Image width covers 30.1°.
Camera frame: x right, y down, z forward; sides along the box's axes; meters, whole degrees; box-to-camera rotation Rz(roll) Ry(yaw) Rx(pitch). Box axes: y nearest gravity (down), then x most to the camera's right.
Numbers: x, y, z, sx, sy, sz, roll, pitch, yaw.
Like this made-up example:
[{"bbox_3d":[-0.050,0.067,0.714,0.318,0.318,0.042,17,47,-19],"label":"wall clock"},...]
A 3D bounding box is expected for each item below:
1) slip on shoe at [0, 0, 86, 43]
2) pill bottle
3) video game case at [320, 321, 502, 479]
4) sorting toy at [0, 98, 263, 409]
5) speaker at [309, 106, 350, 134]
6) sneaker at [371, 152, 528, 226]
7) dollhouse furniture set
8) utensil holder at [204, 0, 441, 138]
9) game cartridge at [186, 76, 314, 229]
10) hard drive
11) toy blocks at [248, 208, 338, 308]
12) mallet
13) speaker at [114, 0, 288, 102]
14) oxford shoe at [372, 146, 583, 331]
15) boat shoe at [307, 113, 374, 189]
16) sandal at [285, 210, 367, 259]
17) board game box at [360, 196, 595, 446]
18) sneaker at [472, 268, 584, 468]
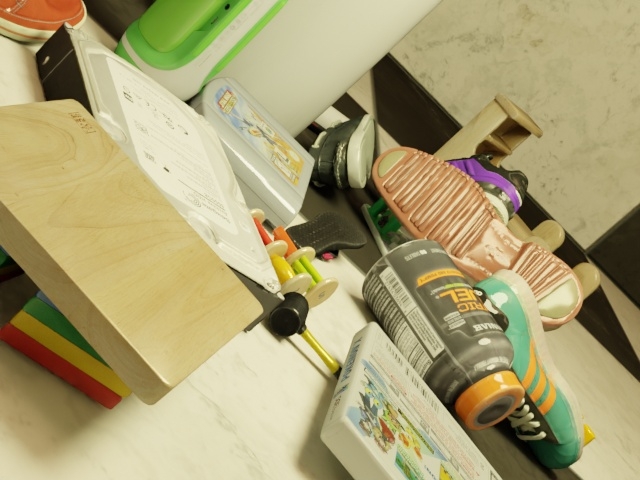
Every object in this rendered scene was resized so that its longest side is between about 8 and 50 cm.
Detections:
[{"bbox_3d":[-0.352,-0.297,1.279,0.123,0.101,0.331,51,14,22],"label":"slip on shoe"},{"bbox_3d":[0.165,0.126,1.549,0.130,0.130,0.246,26,26,-53],"label":"pill bottle"},{"bbox_3d":[0.130,0.262,1.248,0.329,0.036,0.300,52,15,-6],"label":"video game case"},{"bbox_3d":[-0.191,0.016,0.949,0.255,0.089,0.257,48,15,2],"label":"sorting toy"},{"bbox_3d":[0.007,-0.216,2.120,0.136,0.055,0.055,32,21,-45],"label":"speaker"},{"bbox_3d":[0.231,-0.094,2.048,0.293,0.146,0.102,15,-41,40],"label":"sneaker"},{"bbox_3d":[0.424,-0.067,2.487,0.394,0.256,0.362,55,17,26],"label":"dollhouse furniture set"},{"bbox_3d":[-0.019,-0.389,1.860,0.327,0.385,0.327,43,15,-15],"label":"utensil holder"},{"bbox_3d":[-0.100,-0.131,1.633,0.198,0.062,0.297,48,15,-12],"label":"game cartridge"},{"bbox_3d":[-0.176,-0.075,1.270,0.237,0.064,0.339,34,21,-38],"label":"hard drive"},{"bbox_3d":[-0.056,0.007,1.400,0.148,0.054,0.123,53,17,22],"label":"toy blocks"},{"bbox_3d":[0.014,0.134,1.317,0.190,0.039,0.062,48,16,-13],"label":"mallet"},{"bbox_3d":[-0.128,-0.310,1.533,0.131,0.296,0.131,43,16,-15],"label":"speaker"},{"bbox_3d":[0.232,0.012,1.906,0.397,0.140,0.146,44,-17,11],"label":"oxford shoe"},{"bbox_3d":[0.036,-0.148,1.940,0.302,0.091,0.114,-44,135,-80],"label":"boat shoe"},{"bbox_3d":[0.000,0.000,1.613,0.067,0.040,0.179,47,29,19],"label":"sandal"},{"bbox_3d":[0.254,0.130,1.930,0.390,0.050,0.390,37,19,-33],"label":"board game box"},{"bbox_3d":[0.269,0.200,1.677,0.121,0.108,0.302,-28,99,-35],"label":"sneaker"}]
